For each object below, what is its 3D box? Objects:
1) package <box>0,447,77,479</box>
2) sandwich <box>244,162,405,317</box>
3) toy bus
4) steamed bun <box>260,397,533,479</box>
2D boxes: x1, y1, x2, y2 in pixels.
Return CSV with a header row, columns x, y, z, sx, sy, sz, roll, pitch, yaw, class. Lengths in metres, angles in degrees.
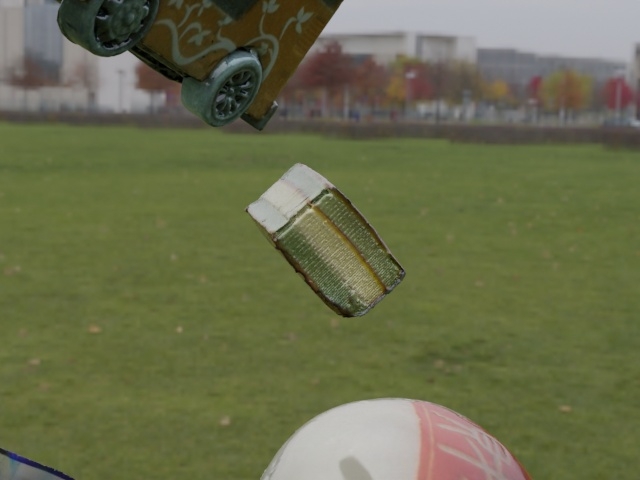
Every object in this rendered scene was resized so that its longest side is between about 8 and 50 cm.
x,y,z,sx,sy,sz,roll,pitch,yaw,class
-0.386,0.335,1.457,0.269,0.194,0.071,16,-13,-22,package
0.000,0.000,1.152,0.079,0.113,0.163,-41,16,-4,sandwich
-0.091,-0.181,0.666,0.138,0.167,0.275,38,5,24,toy bus
0.111,0.328,1.250,0.241,0.374,0.374,-32,-16,36,steamed bun
